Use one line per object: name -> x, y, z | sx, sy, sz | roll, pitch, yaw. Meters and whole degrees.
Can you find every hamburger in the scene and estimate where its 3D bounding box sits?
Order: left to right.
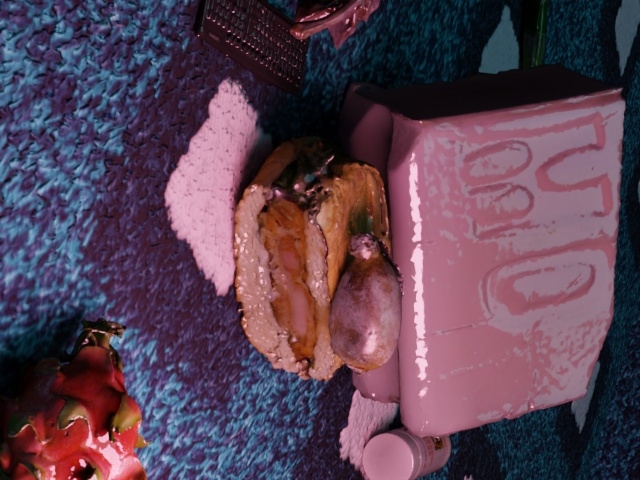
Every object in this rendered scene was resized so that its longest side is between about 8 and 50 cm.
hamburger -> 0.000, 0.000, 1.554 | 0.211, 0.133, 0.308 | -52, 144, -46

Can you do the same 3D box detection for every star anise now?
star anise -> 0.023, -0.321, 1.528 | 0.209, 0.089, 0.231 | 30, 60, -56

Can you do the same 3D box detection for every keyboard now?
keyboard -> -0.070, -0.226, 1.450 | 0.250, 0.017, 0.087 | 23, 77, -66

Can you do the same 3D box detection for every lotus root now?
lotus root -> 0.055, 0.072, 1.468 | 0.088, 0.088, 0.165 | 5, 90, -66

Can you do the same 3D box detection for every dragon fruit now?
dragon fruit -> -0.215, 0.160, 1.172 | 0.236, 0.135, 0.137 | -71, 155, -61

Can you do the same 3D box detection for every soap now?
soap -> 0.217, 0.004, 1.725 | 0.350, 0.213, 0.435 | -9, 108, -24

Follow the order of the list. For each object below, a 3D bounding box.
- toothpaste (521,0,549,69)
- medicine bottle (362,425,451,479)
toothpaste -> 0.391, -0.373, 2.361 | 0.078, 0.047, 0.248 | -38, 135, -53
medicine bottle -> 0.139, 0.335, 2.052 | 0.183, 0.086, 0.086 | 1, 99, -66
